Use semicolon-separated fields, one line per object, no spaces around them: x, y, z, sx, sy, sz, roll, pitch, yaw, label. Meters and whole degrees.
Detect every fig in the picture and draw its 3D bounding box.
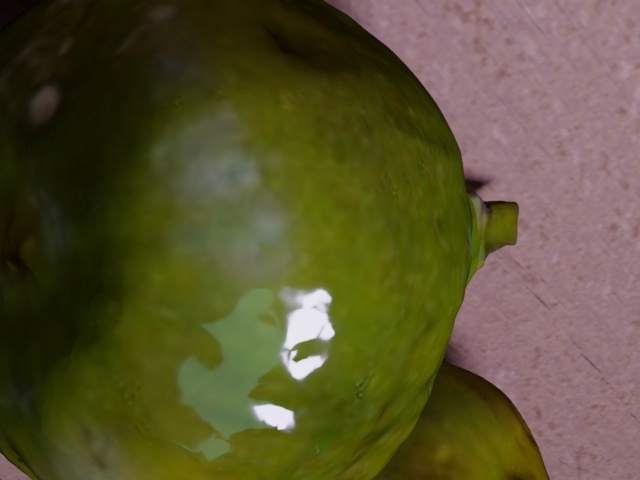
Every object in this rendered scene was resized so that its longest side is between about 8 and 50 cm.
-0.012;0.020;0.674;0.314;0.233;0.233;28;127;-37;fig
0.019;0.175;0.920;0.230;0.207;0.207;-17;145;10;fig
